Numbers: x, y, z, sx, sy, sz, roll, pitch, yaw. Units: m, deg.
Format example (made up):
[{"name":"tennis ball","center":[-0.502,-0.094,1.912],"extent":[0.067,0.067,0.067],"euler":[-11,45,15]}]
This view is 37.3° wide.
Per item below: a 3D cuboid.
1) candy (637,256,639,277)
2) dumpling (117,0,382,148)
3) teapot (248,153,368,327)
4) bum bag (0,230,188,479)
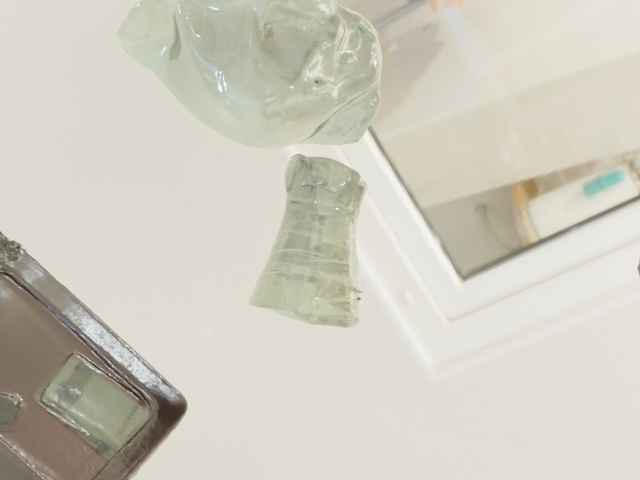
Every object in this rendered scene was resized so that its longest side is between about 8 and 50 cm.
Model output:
[{"name":"candy","center":[0.188,0.014,0.459],"extent":[0.175,0.043,0.045],"euler":[86,9,-82]},{"name":"dumpling","center":[-0.037,-0.149,0.747],"extent":[0.228,0.151,0.124],"euler":[18,46,-33]},{"name":"teapot","center":[0.000,0.000,0.485],"extent":[0.067,0.057,0.083],"euler":[10,89,-65]},{"name":"bum bag","center":[-0.157,0.073,0.503],"extent":[0.159,0.026,0.109],"euler":[42,50,2]}]
